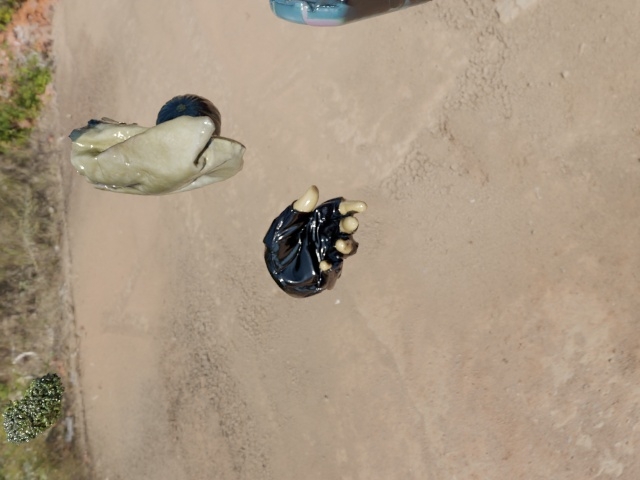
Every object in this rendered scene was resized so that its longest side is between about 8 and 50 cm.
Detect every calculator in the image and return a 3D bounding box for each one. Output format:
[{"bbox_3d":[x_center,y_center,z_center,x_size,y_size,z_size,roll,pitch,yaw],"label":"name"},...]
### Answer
[{"bbox_3d":[0.055,-0.399,0.746,0.173,0.293,0.051,31,138,38],"label":"calculator"}]

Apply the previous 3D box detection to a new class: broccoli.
[{"bbox_3d":[-0.444,0.258,0.719,0.092,0.095,0.097,-146,45,-68],"label":"broccoli"}]

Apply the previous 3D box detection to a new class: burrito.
[{"bbox_3d":[-0.316,-0.159,0.916,0.332,0.190,0.135,5,70,21],"label":"burrito"}]

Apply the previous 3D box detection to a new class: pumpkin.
[{"bbox_3d":[-0.378,-0.330,1.321,0.194,0.194,0.150,48,145,39],"label":"pumpkin"}]

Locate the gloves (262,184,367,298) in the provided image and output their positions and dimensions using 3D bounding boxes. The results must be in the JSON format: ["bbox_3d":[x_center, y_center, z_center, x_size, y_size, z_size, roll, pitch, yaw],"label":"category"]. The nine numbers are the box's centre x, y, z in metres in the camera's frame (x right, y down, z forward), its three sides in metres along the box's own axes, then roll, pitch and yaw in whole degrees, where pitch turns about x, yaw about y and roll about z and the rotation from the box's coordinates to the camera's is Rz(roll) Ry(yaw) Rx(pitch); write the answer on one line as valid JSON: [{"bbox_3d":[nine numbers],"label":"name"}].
[{"bbox_3d":[0.000,0.000,0.746,0.203,0.124,0.164,-30,102,24],"label":"gloves"}]
